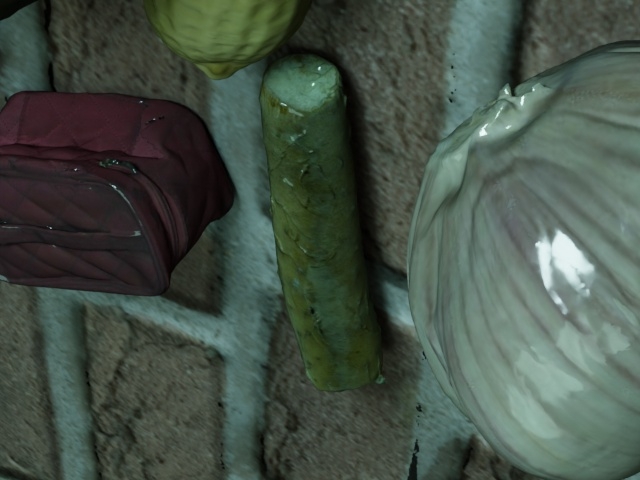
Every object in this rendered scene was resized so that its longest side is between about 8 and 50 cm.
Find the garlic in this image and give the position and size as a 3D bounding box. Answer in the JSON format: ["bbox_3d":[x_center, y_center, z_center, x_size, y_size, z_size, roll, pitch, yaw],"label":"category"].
[{"bbox_3d":[0.193,-0.002,1.300,0.259,0.317,0.317,38,144,-18],"label":"garlic"}]

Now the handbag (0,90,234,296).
[{"bbox_3d":[-0.197,-0.039,1.651,0.225,0.135,0.146,7,135,30],"label":"handbag"}]

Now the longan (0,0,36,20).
[{"bbox_3d":[-0.274,-0.285,1.136,0.391,0.391,0.391,19,144,14],"label":"longan"}]

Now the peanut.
[{"bbox_3d":[-0.051,-0.221,1.320,0.147,0.147,0.319,26,157,4],"label":"peanut"}]

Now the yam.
[{"bbox_3d":[0.000,0.000,1.615,0.083,0.083,0.371,14,142,21],"label":"yam"}]
